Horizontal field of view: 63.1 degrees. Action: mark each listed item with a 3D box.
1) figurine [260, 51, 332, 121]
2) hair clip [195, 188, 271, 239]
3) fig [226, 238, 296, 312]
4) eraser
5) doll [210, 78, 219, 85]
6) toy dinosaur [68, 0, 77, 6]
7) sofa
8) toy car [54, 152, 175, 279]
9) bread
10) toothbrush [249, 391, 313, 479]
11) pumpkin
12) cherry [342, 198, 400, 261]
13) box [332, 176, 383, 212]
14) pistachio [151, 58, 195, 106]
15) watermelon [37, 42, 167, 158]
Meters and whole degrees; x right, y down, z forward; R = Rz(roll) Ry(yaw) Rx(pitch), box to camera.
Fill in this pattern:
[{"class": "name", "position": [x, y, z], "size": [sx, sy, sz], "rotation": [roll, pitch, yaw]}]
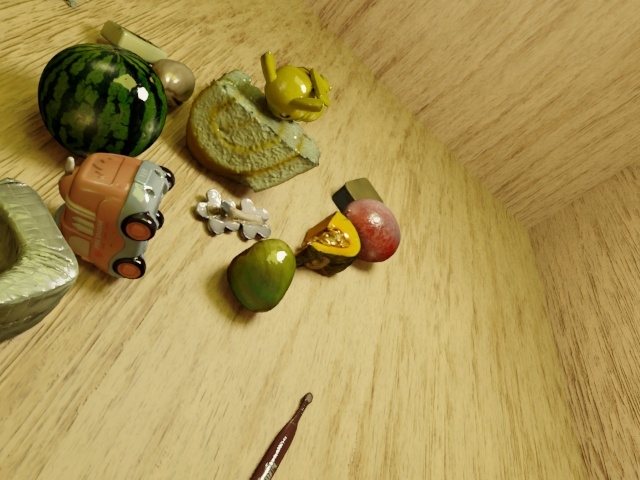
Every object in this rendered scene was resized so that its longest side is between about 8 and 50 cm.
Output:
[{"class": "figurine", "position": [-0.064, -0.439, 1.560], "size": [0.218, 0.169, 0.327], "rotation": [43, 24, 2]}, {"class": "hair clip", "position": [-0.245, -0.073, 1.516], "size": [0.257, 0.075, 0.146], "rotation": [17, 47, -50]}, {"class": "fig", "position": [-0.153, 0.092, 1.359], "size": [0.181, 0.181, 0.191], "rotation": [12, 71, -45]}, {"class": "eraser", "position": [-0.568, -0.600, 1.595], "size": [0.117, 0.058, 0.172], "rotation": [41, 15, 29]}, {"class": "doll", "position": [-0.320, -0.481, 1.803], "size": [0.192, 0.095, 0.149], "rotation": [41, 27, -12]}, {"class": "toy dinosaur", "position": [-0.770, -0.758, 1.582], "size": [0.187, 0.044, 0.106], "rotation": [-19, 59, -43]}, {"class": "sofa", "position": [-0.559, 0.042, 0.886], "size": [0.176, 0.210, 0.226], "rotation": [-22, 79, -55]}, {"class": "toy car", "position": [-0.444, -0.059, 1.100], "size": [0.212, 0.271, 0.181], "rotation": [18, 42, -14]}, {"class": "bread", "position": [-0.222, -0.300, 1.609], "size": [0.395, 0.264, 0.239], "rotation": [41, 21, -15]}, {"class": "toothbrush", "position": [-0.091, 0.466, 1.188], "size": [0.041, 0.041, 0.364], "rotation": [48, 32, -4]}, {"class": "pumpkin", "position": [0.001, -0.001, 1.675], "size": [0.280, 0.139, 0.190], "rotation": [16, 50, -46]}, {"class": "cherry", "position": [0.178, -0.048, 1.850], "size": [0.239, 0.205, 0.240], "rotation": [168, -90, -85]}, {"class": "box", "position": [0.148, -0.159, 2.059], "size": [0.145, 0.090, 0.201], "rotation": [55, 32, 7]}, {"class": "pistachio", "position": [-0.458, -0.488, 1.602], "size": [0.144, 0.144, 0.215], "rotation": [40, 19, -16]}, {"class": "watermelon", "position": [-0.511, -0.326, 1.238], "size": [0.285, 0.285, 0.285], "rotation": [32, 37, -28]}]
